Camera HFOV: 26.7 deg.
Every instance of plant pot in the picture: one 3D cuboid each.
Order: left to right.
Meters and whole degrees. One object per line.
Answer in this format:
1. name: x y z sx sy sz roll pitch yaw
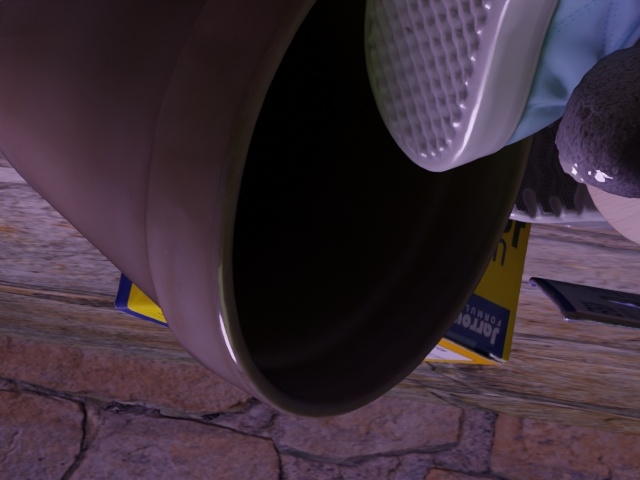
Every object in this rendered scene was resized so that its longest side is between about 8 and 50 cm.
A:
1. plant pot: -0.058 -0.086 0.871 0.280 0.323 0.323 22 174 32

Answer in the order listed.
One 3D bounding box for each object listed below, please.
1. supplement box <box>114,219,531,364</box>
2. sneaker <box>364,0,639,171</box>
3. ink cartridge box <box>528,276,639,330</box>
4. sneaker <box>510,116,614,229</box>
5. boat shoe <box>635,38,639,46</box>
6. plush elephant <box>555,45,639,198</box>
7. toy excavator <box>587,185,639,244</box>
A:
1. supplement box: 0.000 0.000 1.303 0.356 0.195 0.194 -2 162 44
2. sneaker: 0.124 -0.184 0.616 0.150 0.135 0.366 -24 158 -25
3. ink cartridge box: 0.270 0.081 0.678 0.330 0.071 0.324 8 -178 7
4. sneaker: 0.199 -0.048 1.138 0.281 0.105 0.115 13 166 -7
5. boat shoe: 0.189 -0.146 0.816 0.069 0.081 0.228 -3 153 46
6. plush elephant: 0.320 -0.071 0.691 0.330 0.272 0.255 37 -165 -3
7. toy excavator: 0.447 0.009 0.996 0.433 0.445 0.222 -28 179 -22
